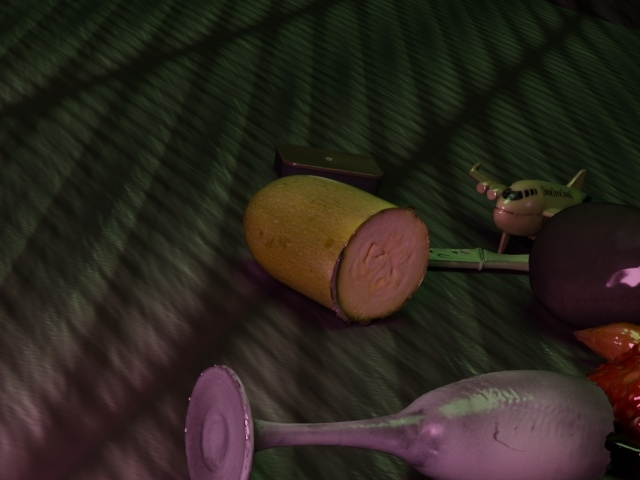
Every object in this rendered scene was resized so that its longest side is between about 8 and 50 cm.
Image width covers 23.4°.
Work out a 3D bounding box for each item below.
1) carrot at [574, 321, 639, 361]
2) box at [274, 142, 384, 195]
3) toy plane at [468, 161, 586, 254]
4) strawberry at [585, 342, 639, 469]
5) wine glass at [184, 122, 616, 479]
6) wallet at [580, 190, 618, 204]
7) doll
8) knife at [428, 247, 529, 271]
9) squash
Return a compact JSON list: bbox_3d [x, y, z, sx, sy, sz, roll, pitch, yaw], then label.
[{"bbox_3d":[0.335,0.106,1.422,0.205,0.072,0.072,14,17,15],"label":"carrot"},{"bbox_3d":[0.008,-0.085,1.855,0.126,0.031,0.091,7,18,-15],"label":"box"},{"bbox_3d":[0.252,-0.033,1.763,0.229,0.092,0.244,24,21,26],"label":"toy plane"},{"bbox_3d":[0.334,0.130,1.239,0.306,0.138,0.233,28,24,37],"label":"strawberry"},{"bbox_3d":[0.064,0.053,1.095,0.309,0.264,0.096,3,-6,-29],"label":"wine glass"},{"bbox_3d":[0.322,-0.045,1.955,0.088,0.026,0.129,20,18,22],"label":"wallet"},{"bbox_3d":[0.416,-0.022,1.599,0.378,0.252,0.382,14,11,4],"label":"doll"},{"bbox_3d":[0.182,0.020,1.666,0.293,0.020,0.043,2,22,-28],"label":"knife"},{"bbox_3d":[0.000,0.000,1.458,0.123,0.123,0.186,-4,20,-43],"label":"squash"}]
